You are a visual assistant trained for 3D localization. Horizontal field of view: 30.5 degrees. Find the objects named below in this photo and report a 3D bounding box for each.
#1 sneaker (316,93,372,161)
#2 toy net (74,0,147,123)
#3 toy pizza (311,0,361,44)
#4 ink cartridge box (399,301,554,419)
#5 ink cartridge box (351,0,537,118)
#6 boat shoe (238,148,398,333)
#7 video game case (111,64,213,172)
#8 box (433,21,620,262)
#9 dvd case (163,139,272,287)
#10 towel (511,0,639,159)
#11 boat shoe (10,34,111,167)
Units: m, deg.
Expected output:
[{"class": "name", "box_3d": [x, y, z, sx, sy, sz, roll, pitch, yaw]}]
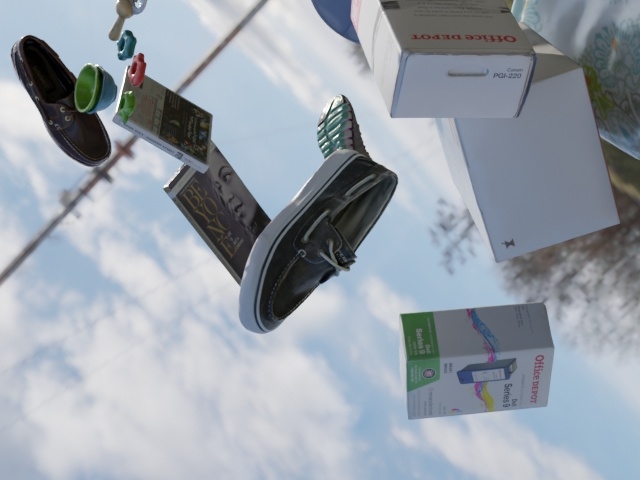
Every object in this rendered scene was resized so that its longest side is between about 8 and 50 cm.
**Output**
[{"class": "sneaker", "box_3d": [0.054, -0.165, 2.165, 0.098, 0.083, 0.224, 28, -136, -35]}, {"class": "toy net", "box_3d": [-0.267, -0.277, 1.567, 0.045, 0.232, 0.122, 9, -173, -34]}, {"class": "toy pizza", "box_3d": [0.080, -0.367, 1.681, 0.201, 0.201, 0.032, 41, -140, -19]}, {"class": "ink cartridge box", "box_3d": [0.224, 0.174, 1.704, 0.154, 0.212, 0.093, 85, 178, -49]}, {"class": "ink cartridge box", "box_3d": [0.136, -0.235, 1.351, 0.158, 0.092, 0.218, -1, -140, -13]}, {"class": "boat shoe", "box_3d": [0.000, 0.000, 1.747, 0.119, 0.335, 0.121, 17, 155, 35]}, {"class": "video game case", "box_3d": [-0.258, -0.203, 1.950, 0.173, 0.022, 0.190, 29, -154, -20]}, {"class": "box", "box_3d": [0.256, -0.146, 1.587, 0.345, 0.168, 0.215, -98, -11, -70]}, {"class": "dvd case", "box_3d": [-0.166, -0.051, 2.040, 0.221, 0.018, 0.164, 53, -141, -18]}, {"class": "towel", "box_3d": [0.410, -0.342, 1.675, 0.090, 0.374, 0.320, -10, -144, -27]}, {"class": "boat shoe", "box_3d": [-0.363, -0.194, 1.648, 0.207, 0.073, 0.073, 53, 157, -9]}]
